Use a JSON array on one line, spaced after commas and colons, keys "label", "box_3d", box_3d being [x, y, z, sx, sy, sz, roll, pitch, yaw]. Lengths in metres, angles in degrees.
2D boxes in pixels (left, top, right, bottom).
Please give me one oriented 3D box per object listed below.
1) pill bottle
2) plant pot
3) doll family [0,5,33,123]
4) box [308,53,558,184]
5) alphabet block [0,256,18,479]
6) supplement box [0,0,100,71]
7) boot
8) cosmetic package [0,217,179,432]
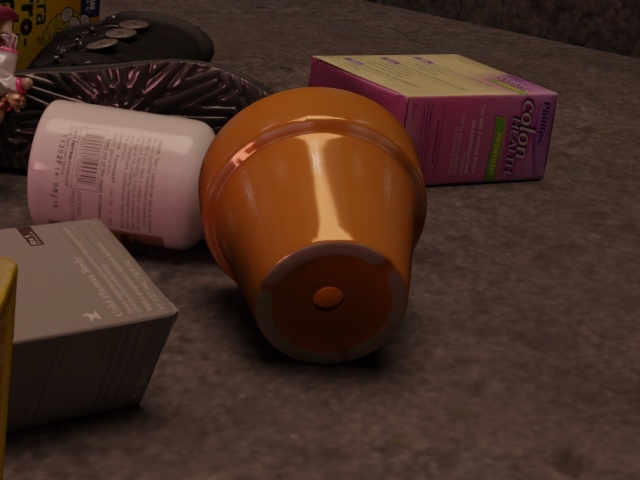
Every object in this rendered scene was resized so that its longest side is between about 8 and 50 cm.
[{"label": "pill bottle", "box_3d": [-0.163, -0.059, 1.538, 0.229, 0.131, 0.131, 9, 18, 4]}, {"label": "plant pot", "box_3d": [0.000, 0.000, 1.352, 0.205, 0.205, 0.188, 4, 33, -10]}, {"label": "doll family", "box_3d": [-0.424, -0.153, 1.675, 0.262, 0.163, 0.118, -1, -16, 6]}, {"label": "box", "box_3d": [0.137, -0.158, 1.993, 0.243, 0.117, 0.213, -6, 22, -34]}, {"label": "alphabet block", "box_3d": [-0.280, 0.114, 0.858, 0.197, 0.192, 0.193, 7, 20, -6]}, {"label": "supplement box", "box_3d": [-0.482, -0.316, 2.096, 0.195, 0.194, 0.356, 17, 20, 29]}, {"label": "boot", "box_3d": [-0.192, -0.182, 1.910, 0.367, 0.146, 0.445, 8, 14, 3]}, {"label": "cosmetic package", "box_3d": [-0.241, 0.066, 1.123, 0.238, 0.107, 0.127, -7, 43, -44]}]
